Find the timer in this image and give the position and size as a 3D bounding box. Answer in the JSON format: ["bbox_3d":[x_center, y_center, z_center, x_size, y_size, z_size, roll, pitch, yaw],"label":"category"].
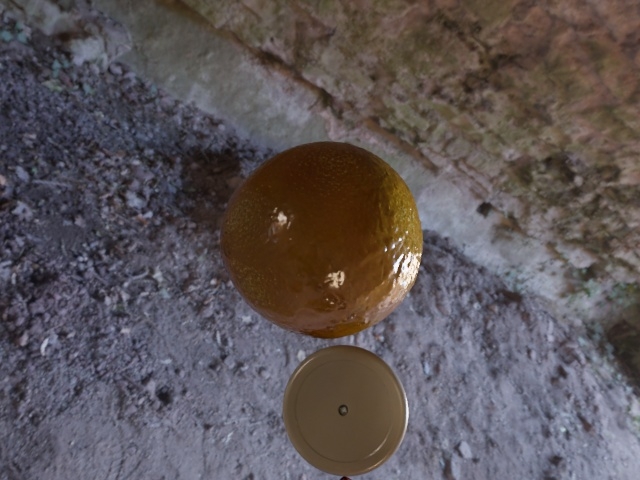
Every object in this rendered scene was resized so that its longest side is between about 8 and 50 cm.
[{"bbox_3d":[0.055,0.253,0.842,0.175,0.175,0.266,49,2,14],"label":"timer"}]

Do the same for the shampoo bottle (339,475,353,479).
[{"bbox_3d":[-0.037,0.385,0.512,0.076,0.314,0.118,31,-13,51],"label":"shampoo bottle"}]

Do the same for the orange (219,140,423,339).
[{"bbox_3d":[0.000,0.000,0.713,0.274,0.274,0.274,33,26,-19],"label":"orange"}]
